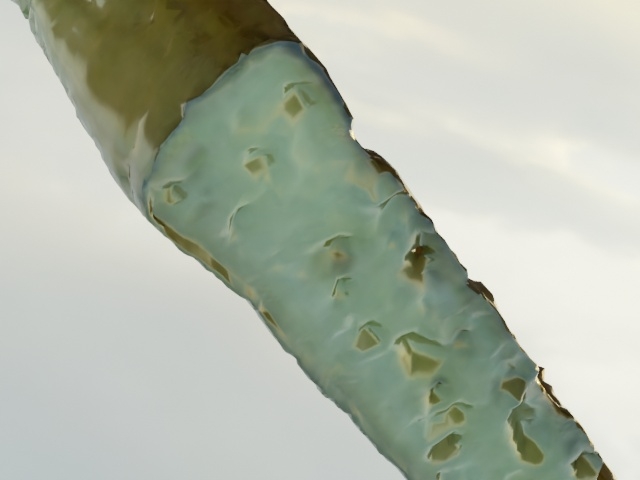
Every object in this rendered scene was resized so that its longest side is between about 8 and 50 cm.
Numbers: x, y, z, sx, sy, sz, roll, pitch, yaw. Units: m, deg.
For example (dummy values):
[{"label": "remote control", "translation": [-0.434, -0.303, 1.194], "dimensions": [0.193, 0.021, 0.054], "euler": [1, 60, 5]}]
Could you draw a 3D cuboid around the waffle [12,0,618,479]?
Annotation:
[{"label": "waffle", "translation": [0.000, 0.000, 0.586], "dimensions": [0.274, 0.057, 0.168], "euler": [51, -179, -44]}]
